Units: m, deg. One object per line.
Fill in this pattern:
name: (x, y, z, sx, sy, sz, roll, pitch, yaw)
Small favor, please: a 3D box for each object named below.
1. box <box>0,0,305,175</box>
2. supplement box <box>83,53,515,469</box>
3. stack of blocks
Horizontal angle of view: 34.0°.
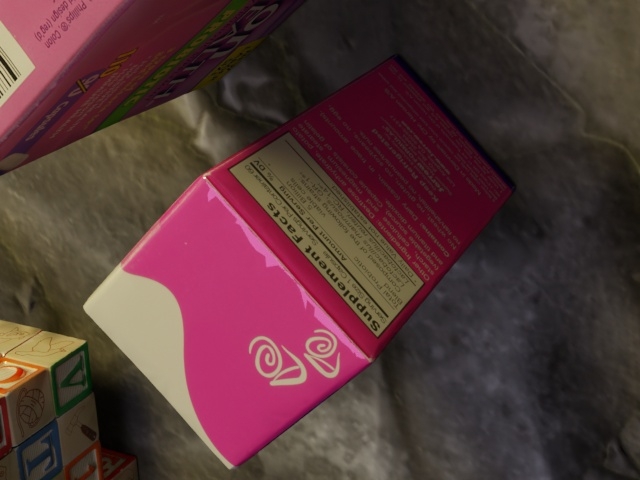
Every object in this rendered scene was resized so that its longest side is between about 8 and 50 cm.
box: (-0.082, -0.155, 0.513, 0.213, 0.243, 0.117, -35, 93, 35)
supplement box: (0.000, 0.000, 0.552, 0.114, 0.220, 0.111, 49, 126, 2)
stack of blocks: (-0.223, 0.217, 0.802, 0.087, 0.171, 0.297, 9, 115, 25)
